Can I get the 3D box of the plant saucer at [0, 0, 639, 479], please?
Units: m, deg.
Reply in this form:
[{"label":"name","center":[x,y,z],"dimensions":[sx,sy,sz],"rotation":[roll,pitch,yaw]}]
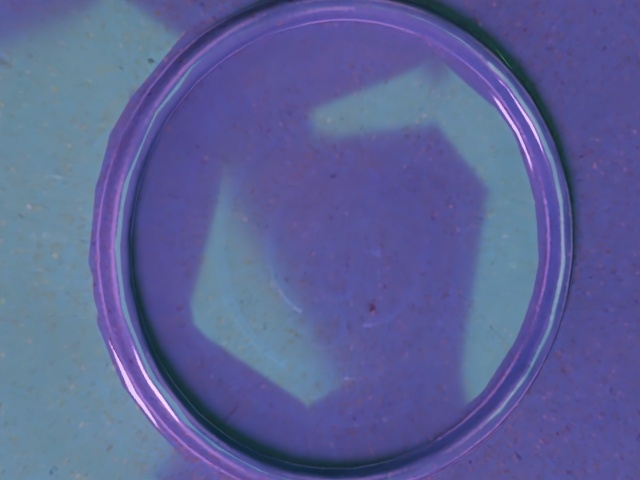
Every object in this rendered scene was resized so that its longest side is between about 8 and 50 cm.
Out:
[{"label":"plant saucer","center":[0.000,0.000,0.350],"dimensions":[0.317,0.044,0.317],"rotation":[-1,92,-22]}]
